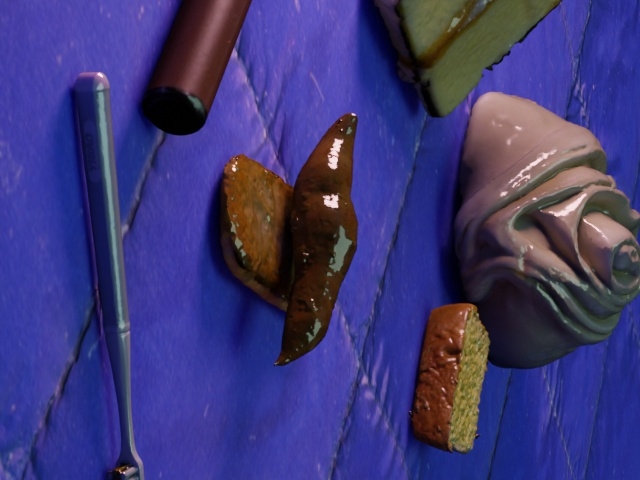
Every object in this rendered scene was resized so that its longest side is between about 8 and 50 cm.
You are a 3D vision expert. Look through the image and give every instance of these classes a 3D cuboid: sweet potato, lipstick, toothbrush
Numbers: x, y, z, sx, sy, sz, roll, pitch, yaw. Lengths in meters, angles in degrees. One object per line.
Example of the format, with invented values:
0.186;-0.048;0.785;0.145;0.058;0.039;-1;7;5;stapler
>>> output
0.000;0.000;1.703;0.067;0.067;0.274;62;32;-52;sweet potato
-0.076;-0.230;1.585;0.057;0.057;0.356;68;30;-45;lipstick
-0.158;0.044;1.410;0.030;0.025;0.342;-25;114;-65;toothbrush

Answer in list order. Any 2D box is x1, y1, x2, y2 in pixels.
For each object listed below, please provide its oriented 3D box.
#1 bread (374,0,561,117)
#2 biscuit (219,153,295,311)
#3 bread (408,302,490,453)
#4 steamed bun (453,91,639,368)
0.172;-0.281;2.086;0.263;0.198;0.236;59;43;-57;bread
-0.042;0.000;1.717;0.247;0.029;0.118;38;48;-64;biscuit
0.151;0.168;2.188;0.103;0.065;0.187;55;38;-60;bread
0.300;-0.008;2.364;0.309;0.219;0.324;69;28;-45;steamed bun
